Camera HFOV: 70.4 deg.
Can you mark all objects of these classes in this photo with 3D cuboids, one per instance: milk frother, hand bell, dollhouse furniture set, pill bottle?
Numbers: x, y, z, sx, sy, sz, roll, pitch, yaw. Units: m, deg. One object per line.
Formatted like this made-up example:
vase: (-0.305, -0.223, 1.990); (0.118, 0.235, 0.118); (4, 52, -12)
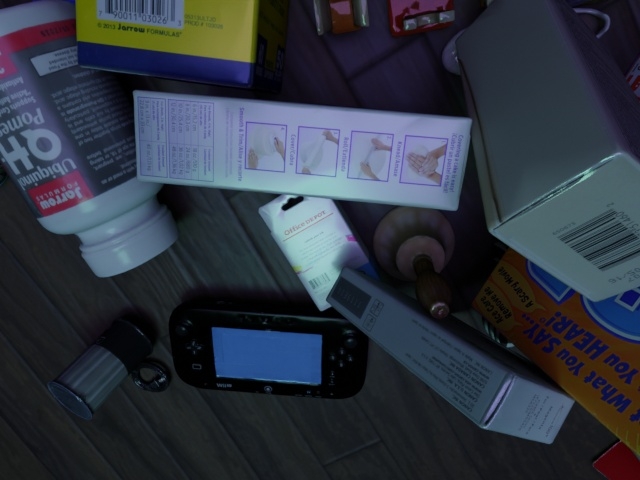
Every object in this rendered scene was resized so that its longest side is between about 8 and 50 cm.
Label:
milk frother: (-0.330, 0.228, 0.730); (0.143, 0.135, 0.129); (42, 136, -5)
hand bell: (0.135, 0.036, 0.582); (0.126, 0.242, 0.126); (1, 106, 4)
dollhouse furniture set: (0.112, -0.387, 0.539); (0.261, 0.135, 0.259); (-7, 117, 7)
pill bottle: (-0.318, -0.119, 0.597); (0.176, 0.176, 0.319); (-19, 112, 10)

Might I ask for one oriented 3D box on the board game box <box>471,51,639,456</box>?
board game box: (0.461, 0.063, 0.446); (0.356, 0.356, 0.357); (26, 102, -21)

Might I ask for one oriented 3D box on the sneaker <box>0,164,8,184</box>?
sneaker: (-0.483, -0.129, 0.665); (0.188, 0.078, 0.067); (-33, 101, 13)

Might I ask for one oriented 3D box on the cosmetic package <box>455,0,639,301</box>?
cosmetic package: (0.238, -0.116, 0.449); (0.160, 0.310, 0.113); (29, 135, -23)

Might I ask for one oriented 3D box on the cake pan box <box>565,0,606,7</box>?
cake pan box: (0.311, -0.393, 0.441); (0.070, 0.246, 0.267); (-10, 104, 3)

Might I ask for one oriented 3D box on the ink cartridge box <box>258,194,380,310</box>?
ink cartridge box: (0.000, 0.000, 0.675); (0.104, 0.062, 0.181); (-28, 103, 12)

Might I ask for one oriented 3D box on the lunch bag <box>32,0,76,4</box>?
lunch bag: (-0.312, -0.366, 0.579); (0.151, 0.096, 0.129); (12, 110, 16)

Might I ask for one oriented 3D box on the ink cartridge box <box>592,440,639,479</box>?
ink cartridge box: (0.657, 0.396, 0.708); (0.309, 0.130, 0.272); (38, 107, -7)

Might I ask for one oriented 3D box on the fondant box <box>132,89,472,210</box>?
fondant box: (-0.015, -0.118, 0.549); (0.329, 0.238, 0.096); (5, 106, 3)

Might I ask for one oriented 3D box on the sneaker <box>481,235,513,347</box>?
sneaker: (0.339, 0.021, 0.649); (0.162, 0.106, 0.282); (2, 112, -7)

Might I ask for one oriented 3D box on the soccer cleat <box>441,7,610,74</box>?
soccer cleat: (0.254, -0.256, 0.572); (0.196, 0.076, 0.068); (-10, 105, 7)

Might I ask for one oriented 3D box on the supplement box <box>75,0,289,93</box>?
supplement box: (-0.134, -0.363, 0.508); (0.195, 0.194, 0.357); (8, 107, 2)

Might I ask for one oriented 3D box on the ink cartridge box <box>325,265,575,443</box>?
ink cartridge box: (0.170, 0.136, 0.553); (0.238, 0.275, 0.060); (27, 92, -34)

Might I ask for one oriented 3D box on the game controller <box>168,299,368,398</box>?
game controller: (-0.084, 0.179, 0.733); (0.318, 0.067, 0.167); (3, 107, 4)
